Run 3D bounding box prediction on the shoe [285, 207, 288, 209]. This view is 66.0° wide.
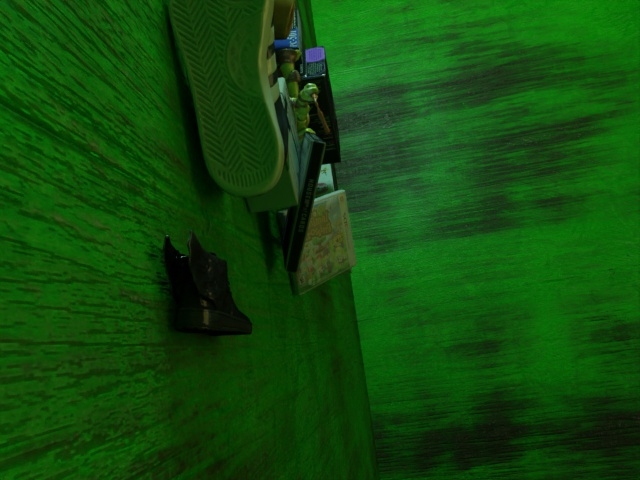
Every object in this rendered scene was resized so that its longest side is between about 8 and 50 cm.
[{"bbox_3d":[-0.044,-0.005,1.160,0.081,0.063,0.178,47,30,-75],"label":"shoe"}]

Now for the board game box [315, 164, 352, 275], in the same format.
[{"bbox_3d":[0.020,-0.068,1.566,0.303,0.097,0.224,-98,175,-47],"label":"board game box"}]

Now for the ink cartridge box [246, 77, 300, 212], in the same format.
[{"bbox_3d":[-0.091,-0.171,0.855,0.208,0.086,0.153,-92,171,-52],"label":"ink cartridge box"}]

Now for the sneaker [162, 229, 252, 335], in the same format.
[{"bbox_3d":[-0.113,0.053,0.517,0.170,0.051,0.089,47,39,-72],"label":"sneaker"}]

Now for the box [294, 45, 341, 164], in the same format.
[{"bbox_3d":[-0.035,-0.352,1.326,0.270,0.143,0.165,75,10,-46],"label":"box"}]

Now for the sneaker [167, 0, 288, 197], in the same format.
[{"bbox_3d":[-0.113,-0.228,0.650,0.148,0.131,0.350,-115,-159,-89],"label":"sneaker"}]

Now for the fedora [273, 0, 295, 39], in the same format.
[{"bbox_3d":[-0.097,-0.502,1.076,0.194,0.079,0.195,-171,-90,-84],"label":"fedora"}]

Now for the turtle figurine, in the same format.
[{"bbox_3d":[-0.056,-0.284,1.074,0.269,0.087,0.218,103,-29,-74],"label":"turtle figurine"}]

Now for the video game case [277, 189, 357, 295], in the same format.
[{"bbox_3d":[0.000,0.000,1.141,0.212,0.023,0.194,-24,109,-43],"label":"video game case"}]

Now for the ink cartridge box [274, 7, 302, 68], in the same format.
[{"bbox_3d":[-0.096,-0.493,1.201,0.046,0.097,0.207,74,10,-48],"label":"ink cartridge box"}]

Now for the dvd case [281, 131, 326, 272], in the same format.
[{"bbox_3d":[-0.037,-0.080,0.939,0.179,0.029,0.239,-111,-147,-72],"label":"dvd case"}]
